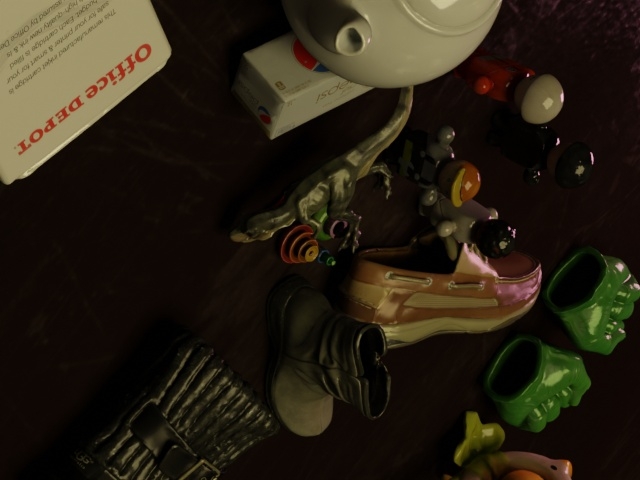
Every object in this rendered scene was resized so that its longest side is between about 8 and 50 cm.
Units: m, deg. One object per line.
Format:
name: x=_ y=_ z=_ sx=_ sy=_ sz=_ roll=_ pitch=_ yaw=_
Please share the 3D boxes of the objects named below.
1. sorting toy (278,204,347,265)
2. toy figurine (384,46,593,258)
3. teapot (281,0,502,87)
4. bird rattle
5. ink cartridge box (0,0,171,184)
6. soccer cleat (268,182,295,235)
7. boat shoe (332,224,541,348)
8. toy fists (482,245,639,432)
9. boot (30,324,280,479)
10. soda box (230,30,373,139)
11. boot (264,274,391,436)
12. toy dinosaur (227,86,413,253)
sorting toy: x=0.000 y=0.000 z=1.904 sx=0.102 sy=0.042 sz=0.061 roll=-33 pitch=137 yaw=-27
toy figurine: x=0.203 y=-0.097 z=1.964 sx=0.209 sy=0.148 sz=0.213 roll=-47 pitch=142 yaw=-12
teapot: x=0.097 y=-0.273 z=1.629 sx=0.253 sy=0.187 sz=0.256 roll=11 pitch=82 yaw=-33
bird rattle: x=0.241 y=0.349 z=2.265 sx=0.253 sy=0.207 sz=0.143 roll=-66 pitch=154 yaw=-59
ink cartridge box: x=-0.267 y=-0.214 z=1.398 sx=0.198 sy=0.115 sz=0.272 roll=-41 pitch=140 yaw=-18
soccer cleat: x=-0.034 y=-0.035 z=1.855 sx=0.083 sy=0.029 sz=0.035 roll=-38 pitch=147 yaw=-16
boat shoe: x=0.154 y=0.045 z=2.044 sx=0.324 sy=0.123 sz=0.119 roll=-12 pitch=120 yaw=-42
toy fists: x=0.347 y=0.145 z=2.343 sx=0.279 sy=0.096 sz=0.142 roll=-56 pitch=144 yaw=-3
boot: x=-0.149 y=0.277 z=1.872 sx=0.260 sy=0.131 sz=0.348 roll=-46 pitch=141 yaw=-13
soda box: x=0.015 y=-0.189 z=1.742 sx=0.216 sy=0.074 sz=0.069 roll=-29 pitch=159 yaw=-31
boot: x=0.013 y=0.168 z=1.943 sx=0.083 sy=0.161 sz=0.246 roll=-31 pitch=136 yaw=-28
toy dinosaur: x=0.028 y=-0.062 z=1.812 sx=0.268 sy=0.064 sz=0.118 roll=-42 pitch=138 yaw=-2
